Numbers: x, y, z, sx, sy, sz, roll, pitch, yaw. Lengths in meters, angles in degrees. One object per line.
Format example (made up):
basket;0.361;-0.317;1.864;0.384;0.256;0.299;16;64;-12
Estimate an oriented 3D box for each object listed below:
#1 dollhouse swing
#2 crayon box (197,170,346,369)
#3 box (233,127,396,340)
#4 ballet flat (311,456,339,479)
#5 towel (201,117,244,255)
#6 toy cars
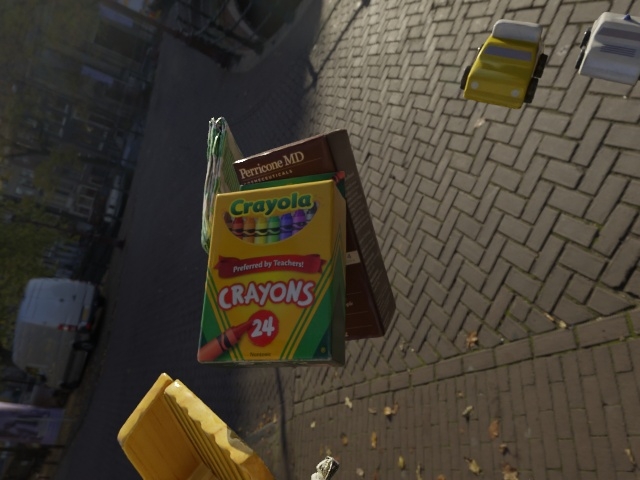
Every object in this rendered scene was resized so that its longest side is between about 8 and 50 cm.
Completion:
dollhouse swing;-0.216;0.441;0.662;0.347;0.305;0.315;19;135;46
crayon box;-0.067;0.030;0.736;0.202;0.081;0.318;-6;67;17
box;0.000;0.000;0.913;0.191;0.143;0.381;-13;101;23
ballet flat;0.002;0.473;0.954;0.041;0.041;0.114;-57;-9;25
towel;-0.175;-0.061;0.987;0.038;0.248;0.324;-11;54;7
toy cars;0.369;-0.292;0.714;0.087;0.394;0.176;91;157;-43
